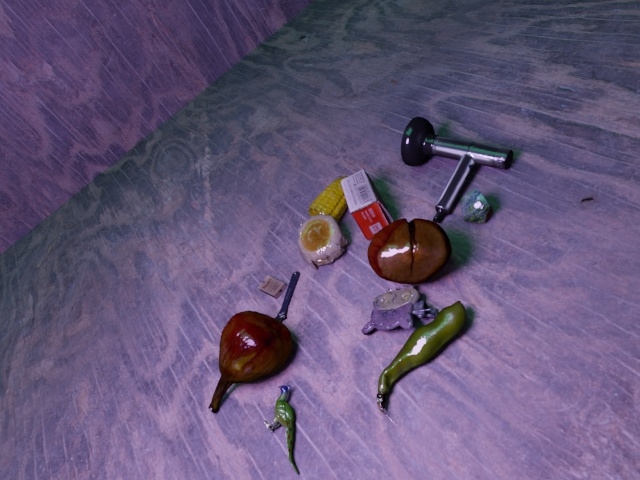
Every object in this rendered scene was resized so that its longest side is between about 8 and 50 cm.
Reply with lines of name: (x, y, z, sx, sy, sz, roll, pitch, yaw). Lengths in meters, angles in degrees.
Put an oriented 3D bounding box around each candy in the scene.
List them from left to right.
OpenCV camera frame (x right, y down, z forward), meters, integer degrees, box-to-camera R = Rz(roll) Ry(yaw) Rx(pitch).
candy: (0.046, -0.134, 1.637, 0.106, 0.094, 0.199, 31, 62, 11)

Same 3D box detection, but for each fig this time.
fig: (-0.192, 0.331, 1.306, 0.190, 0.190, 0.290, 10, 74, 41)

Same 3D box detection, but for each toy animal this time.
toy animal: (-0.096, 0.455, 1.196, 0.075, 0.041, 0.217, -22, 46, 13)

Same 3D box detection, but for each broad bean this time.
broad bean: (0.230, 0.262, 1.147, 0.098, 0.056, 0.318, 28, 75, 41)

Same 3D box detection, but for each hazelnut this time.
hazelnut: (0.226, 0.022, 1.282, 0.212, 0.181, 0.181, -4, 42, 6)

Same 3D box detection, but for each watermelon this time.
watermelon: (0.422, -0.096, 1.352, 0.084, 0.092, 0.072, 5, 15, 28)

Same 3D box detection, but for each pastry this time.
pastry: (0.000, 0.000, 1.523, 0.166, 0.088, 0.166, -12, 62, 23)

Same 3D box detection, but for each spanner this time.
spanner: (-0.102, 0.177, 1.496, 0.046, 0.012, 0.208, -8, 47, 31)

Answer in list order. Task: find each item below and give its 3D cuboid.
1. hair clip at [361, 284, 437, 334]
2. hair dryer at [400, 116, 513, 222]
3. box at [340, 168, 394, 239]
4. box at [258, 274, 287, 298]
hair clip: (0.199, 0.172, 1.256, 0.187, 0.056, 0.146, -6, 41, 35)
hair dryer: (0.350, -0.220, 1.468, 0.284, 0.156, 0.320, -41, 47, -22)
box: (0.141, -0.111, 1.516, 0.099, 0.133, 0.182, -27, 38, 11)
box: (-0.150, 0.145, 1.552, 0.083, 0.024, 0.053, 19, 63, 46)
